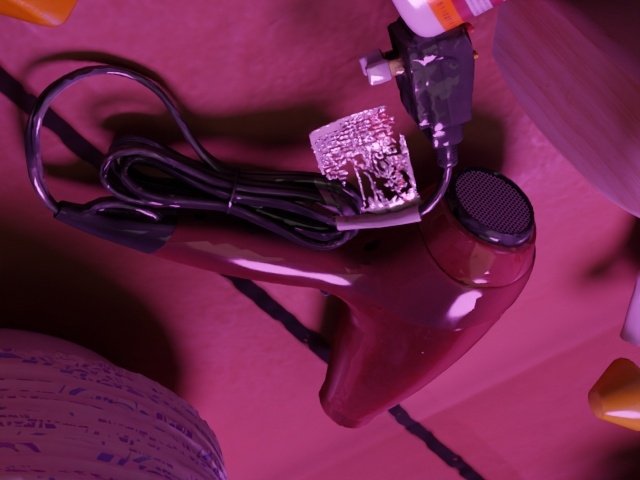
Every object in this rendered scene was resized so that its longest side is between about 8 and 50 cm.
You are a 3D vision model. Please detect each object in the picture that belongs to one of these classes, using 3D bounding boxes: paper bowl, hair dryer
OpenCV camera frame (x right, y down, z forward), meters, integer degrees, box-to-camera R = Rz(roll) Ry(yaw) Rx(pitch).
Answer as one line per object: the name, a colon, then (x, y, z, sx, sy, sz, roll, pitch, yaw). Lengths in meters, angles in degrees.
paper bowl: (-0.192, 0.159, 0.692, 0.284, 0.148, 0.284, -7, 138, -6)
hair dryer: (0.000, 0.000, 0.645, 0.224, 0.080, 0.293, -8, 134, 16)

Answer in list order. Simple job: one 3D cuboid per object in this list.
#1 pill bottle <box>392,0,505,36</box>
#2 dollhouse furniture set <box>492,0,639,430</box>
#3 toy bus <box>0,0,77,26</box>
pill bottle: (0.088, -0.148, 0.473, 0.152, 0.086, 0.086, -25, 138, 13)
dollhouse furniture set: (0.204, 0.053, 0.556, 0.198, 0.286, 0.303, -11, 129, -18)
toy bus: (-0.165, -0.160, 0.273, 0.333, 0.130, 0.108, 25, 87, -60)
